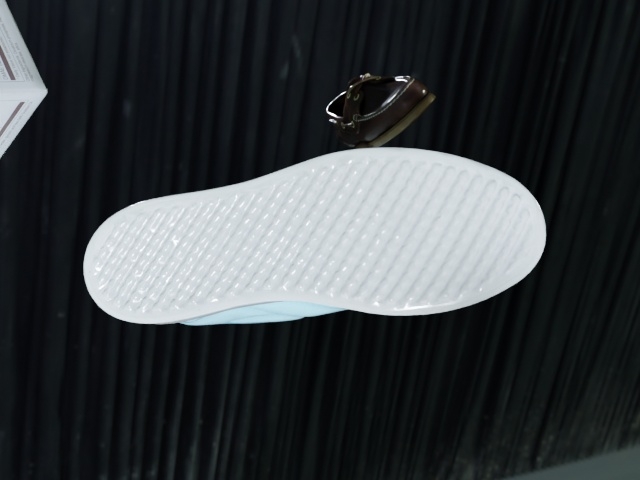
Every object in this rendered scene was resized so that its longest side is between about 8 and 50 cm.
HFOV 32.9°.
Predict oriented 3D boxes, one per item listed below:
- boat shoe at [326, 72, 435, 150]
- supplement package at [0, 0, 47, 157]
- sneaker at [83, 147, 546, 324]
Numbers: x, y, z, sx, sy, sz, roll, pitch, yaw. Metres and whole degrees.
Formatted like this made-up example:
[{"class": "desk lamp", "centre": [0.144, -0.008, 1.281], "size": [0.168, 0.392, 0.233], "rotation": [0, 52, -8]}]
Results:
[{"class": "boat shoe", "centre": [0.052, -0.134, 1.111], "size": [0.073, 0.073, 0.207], "rotation": [-42, 7, -15]}, {"class": "supplement package", "centre": [-0.346, -0.108, 0.768], "size": [0.145, 0.262, 0.204], "rotation": [-10, 66, -47]}, {"class": "sneaker", "centre": [0.000, 0.000, 0.896], "size": [0.366, 0.135, 0.150], "rotation": [-2, -2, 12]}]
